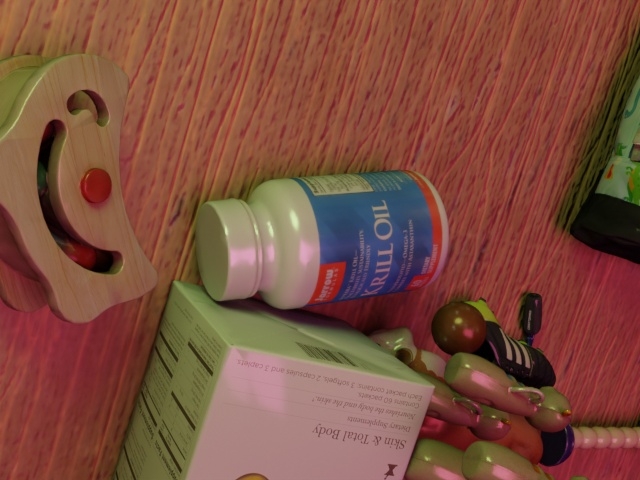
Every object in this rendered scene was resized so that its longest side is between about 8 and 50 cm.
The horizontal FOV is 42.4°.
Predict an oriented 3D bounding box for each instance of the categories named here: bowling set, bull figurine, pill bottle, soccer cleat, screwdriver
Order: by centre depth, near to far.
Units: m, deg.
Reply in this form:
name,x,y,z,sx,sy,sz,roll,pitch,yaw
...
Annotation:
name,x,y,z,sx,sy,sz,roll,pitch,yaw
bowling set,0.164,0.167,0.774,0.154,0.287,0.199,26,69,-15
pill bottle,0.000,0.000,0.788,0.222,0.124,0.124,-7,108,-26
bull figurine,0.129,0.223,0.937,0.310,0.101,0.188,30,94,-28
soccer cleat,0.213,0.139,0.971,0.179,0.060,0.072,40,50,-26
screwdriver,0.257,0.144,1.032,0.025,0.024,0.169,4,111,1

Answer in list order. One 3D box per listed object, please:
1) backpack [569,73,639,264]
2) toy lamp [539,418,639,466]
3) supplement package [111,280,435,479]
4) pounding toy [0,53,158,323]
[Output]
name,x,y,z,sx,sy,sz,roll,pitch,yaw
backpack,0.492,-0.135,0.963,0.290,0.273,0.355,18,83,-24
toy lamp,0.405,0.263,1.109,0.275,0.080,0.080,9,100,-29
supplement package,-0.061,0.204,0.762,0.199,0.198,0.262,16,96,-25
pounding toy,-0.244,-0.066,0.671,0.154,0.155,0.269,-51,136,-40
